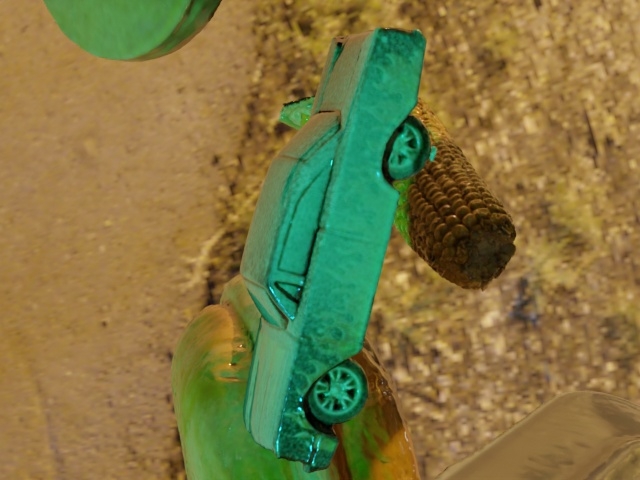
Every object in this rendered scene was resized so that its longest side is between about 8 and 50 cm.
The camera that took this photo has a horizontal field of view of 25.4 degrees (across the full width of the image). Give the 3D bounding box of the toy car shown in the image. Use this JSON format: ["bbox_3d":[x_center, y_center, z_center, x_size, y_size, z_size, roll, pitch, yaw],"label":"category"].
[{"bbox_3d":[0.000,0.000,1.046,0.097,0.141,0.321,14,91,-15],"label":"toy car"}]

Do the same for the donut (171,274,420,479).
[{"bbox_3d":[-0.021,0.246,1.325,0.198,0.449,0.449,-12,88,-11],"label":"donut"}]

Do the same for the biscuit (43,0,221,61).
[{"bbox_3d":[-0.133,-0.304,1.039,0.052,0.275,0.355,-10,128,-47],"label":"biscuit"}]

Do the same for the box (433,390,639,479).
[{"bbox_3d":[0.207,0.237,0.678,0.396,0.396,0.111,-20,135,-58],"label":"box"}]

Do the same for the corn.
[{"bbox_3d":[0.096,-0.056,1.329,0.106,0.293,0.106,-9,122,-15],"label":"corn"}]

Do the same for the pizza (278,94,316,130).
[{"bbox_3d":[0.027,-0.120,1.541,0.160,0.099,0.036,16,77,9],"label":"pizza"}]
